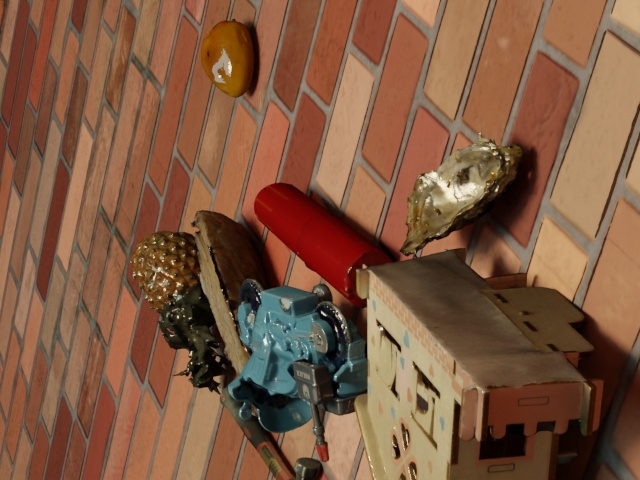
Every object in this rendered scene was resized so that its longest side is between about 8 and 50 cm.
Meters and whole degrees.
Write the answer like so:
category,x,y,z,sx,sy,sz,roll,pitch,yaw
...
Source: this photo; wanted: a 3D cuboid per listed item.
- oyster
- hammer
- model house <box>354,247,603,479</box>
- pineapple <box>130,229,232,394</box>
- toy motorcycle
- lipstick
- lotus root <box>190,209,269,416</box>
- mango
category,x,y,z,sx,sy,sz,roll,pitch,yaw
oyster,0.140,-0.046,1.626,0.177,0.056,0.105,-44,21,34
hammer,-0.072,0.264,2.099,0.288,0.033,0.111,-130,50,-57
model house,0.145,0.173,1.505,0.326,0.169,0.244,-132,43,-63
pineapple,-0.192,0.102,2.291,0.125,0.125,0.251,-60,41,44
toy motorcycle,-0.022,0.145,1.893,0.272,0.123,0.182,12,113,59
lipstick,0.001,0.000,1.930,0.279,0.073,0.073,-140,58,-60
lotus root,-0.095,0.091,2.132,0.167,0.078,0.329,86,166,-47
mango,-0.124,-0.252,2.249,0.080,0.060,0.114,-28,59,44
